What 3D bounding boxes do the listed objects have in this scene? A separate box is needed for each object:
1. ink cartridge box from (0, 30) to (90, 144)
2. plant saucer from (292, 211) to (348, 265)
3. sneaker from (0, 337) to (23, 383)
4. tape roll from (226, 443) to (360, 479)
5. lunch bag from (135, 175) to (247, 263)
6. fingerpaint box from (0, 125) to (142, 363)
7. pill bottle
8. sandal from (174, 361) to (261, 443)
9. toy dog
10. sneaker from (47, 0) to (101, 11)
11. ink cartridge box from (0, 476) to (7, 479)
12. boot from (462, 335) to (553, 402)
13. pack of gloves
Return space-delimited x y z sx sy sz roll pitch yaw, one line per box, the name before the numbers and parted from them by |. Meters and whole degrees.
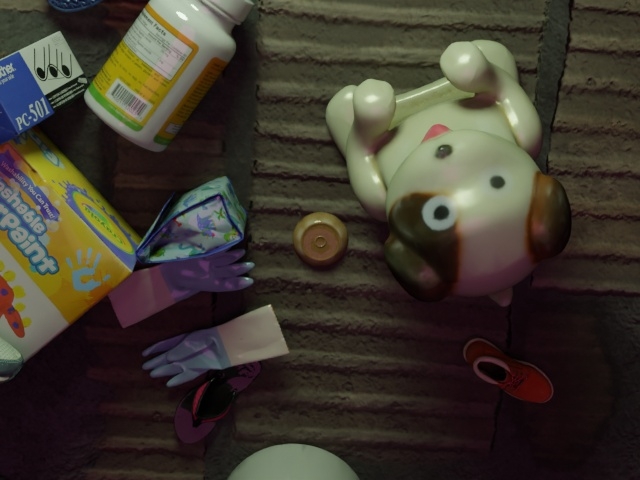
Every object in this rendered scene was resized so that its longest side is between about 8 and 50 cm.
ink cartridge box | -0.394 -0.209 1.619 0.046 0.207 0.097 -21 104 26
plant saucer | 0.000 0.000 1.778 0.084 0.015 0.083 0 104 -1
sneaker | -0.507 0.084 1.579 0.283 0.110 0.122 34 100 -11
tape roll | -0.042 0.454 1.817 0.246 0.169 0.246 0 104 0
lunch bag | -0.189 -0.022 1.711 0.151 0.129 0.096 -26 102 7
fingerpaint box | -0.537 -0.025 1.686 0.371 0.163 0.445 -40 104 9
pill bottle | -0.203 -0.256 1.646 0.136 0.136 0.245 36 101 -9
sandal | -0.162 0.240 1.824 0.067 0.040 0.179 40 100 -10
toy dog | 0.168 -0.059 1.564 0.285 0.408 0.395 -11 104 2
sneaker | -0.279 -0.394 1.645 0.232 0.090 0.081 -26 107 27
ink cartridge box | -0.590 0.416 1.863 0.145 0.045 0.179 34 99 -8
boot | 0.287 0.208 1.803 0.158 0.084 0.059 29 101 -10
pack of gloves | -0.183 0.108 1.799 0.232 0.046 0.195 -18 106 13
